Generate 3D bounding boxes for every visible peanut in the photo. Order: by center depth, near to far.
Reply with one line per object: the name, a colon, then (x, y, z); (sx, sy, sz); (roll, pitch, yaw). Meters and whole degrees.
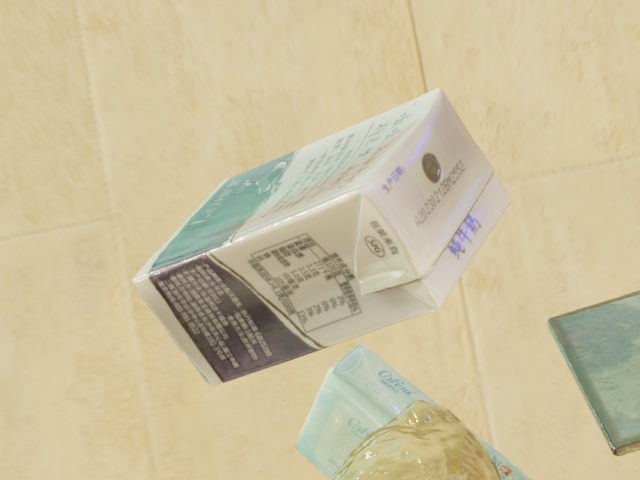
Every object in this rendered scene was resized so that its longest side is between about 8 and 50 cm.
peanut: (0.038, 0.166, 0.773); (0.090, 0.098, 0.214); (-17, 41, 33)

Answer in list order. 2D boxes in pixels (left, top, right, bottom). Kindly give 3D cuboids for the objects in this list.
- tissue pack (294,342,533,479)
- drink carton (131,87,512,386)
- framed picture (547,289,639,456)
tissue pack: (0.107, 0.258, 1.939); (0.263, 0.177, 0.089); (39, 49, 17)
drink carton: (0.001, -0.001, 1.132); (0.222, 0.134, 0.102); (-22, 108, 40)
framed picture: (0.437, 0.105, 1.792); (0.347, 0.265, 0.016); (-16, 120, 1)
